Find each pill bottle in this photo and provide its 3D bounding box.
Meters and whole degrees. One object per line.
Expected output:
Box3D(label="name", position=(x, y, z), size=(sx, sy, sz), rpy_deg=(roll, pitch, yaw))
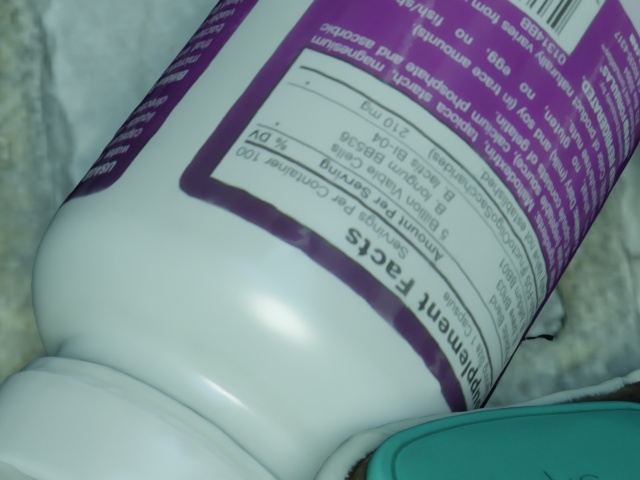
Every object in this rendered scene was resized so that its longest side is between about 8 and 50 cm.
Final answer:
Box3D(label="pill bottle", position=(0.000, 0.000, 0.682), size=(0.169, 0.169, 0.301), rpy_deg=(33, 63, 3))

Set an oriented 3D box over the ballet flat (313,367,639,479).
Box3D(label="ballet flat", position=(0.135, 0.115, 0.669), size=(0.400, 0.139, 0.139), rpy_deg=(-4, 65, -42))
